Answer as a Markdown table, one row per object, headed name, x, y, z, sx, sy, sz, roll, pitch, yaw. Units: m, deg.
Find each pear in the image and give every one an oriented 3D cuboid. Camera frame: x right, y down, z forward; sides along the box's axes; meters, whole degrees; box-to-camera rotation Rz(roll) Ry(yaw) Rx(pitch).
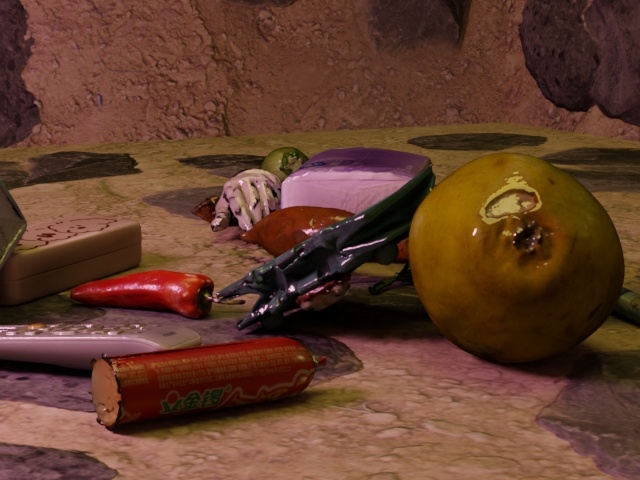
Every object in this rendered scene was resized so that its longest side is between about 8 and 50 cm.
| name | x | y | z | sx | sy | sz | roll | pitch | yaw |
| --- | --- | --- | --- | --- | --- | --- | --- | --- | --- |
| pear | 0.236 | 0.025 | 1.527 | 0.269 | 0.269 | 0.321 | 0 | -4 | -4 |

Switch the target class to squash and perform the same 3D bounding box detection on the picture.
| name | x | y | z | sx | sy | sz | roll | pitch | yaw |
| --- | --- | --- | --- | --- | --- | --- | --- | --- | --- |
| squash | -0.079 | -0.126 | 2.547 | 0.107 | 0.107 | 0.395 | -1 | -3 | -9 |

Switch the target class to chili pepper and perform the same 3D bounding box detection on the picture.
| name | x | y | z | sx | sy | sz | roll | pitch | yaw |
| --- | --- | --- | --- | --- | --- | --- | --- | --- | --- |
| chili pepper | -0.227 | 0.072 | 1.748 | 0.272 | 0.063 | 0.071 | 2 | -2 | 24 |

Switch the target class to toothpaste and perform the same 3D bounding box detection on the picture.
| name | x | y | z | sx | sy | sz | roll | pitch | yaw |
| --- | --- | --- | --- | --- | --- | --- | --- | --- | --- |
| toothpaste | 0.441 | 0.096 | 1.707 | 0.062 | 0.037 | 0.216 | -4 | 17 | -24 |

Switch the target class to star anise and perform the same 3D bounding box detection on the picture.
| name | x | y | z | sx | sy | sz | roll | pitch | yaw |
| --- | --- | --- | --- | --- | --- | --- | --- | --- | --- |
| star anise | -0.169 | -0.060 | 2.439 | 0.167 | 0.057 | 0.168 | -7 | 17 | 2 |

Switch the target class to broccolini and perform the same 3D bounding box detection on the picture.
| name | x | y | z | sx | sy | sz | roll | pitch | yaw |
| --- | --- | --- | --- | --- | --- | --- | --- | --- | --- |
| broccolini | 0.118 | 0.062 | 1.915 | 0.035 | 0.030 | 0.140 | 43 | 32 | 15 |

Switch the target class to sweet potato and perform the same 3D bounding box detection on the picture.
| name | x | y | z | sx | sy | sz | roll | pitch | yaw |
| --- | --- | --- | --- | --- | --- | --- | --- | --- | --- |
| sweet potato | -0.005 | -0.002 | 1.997 | 0.359 | 0.112 | 0.112 | 3 | 10 | 42 |

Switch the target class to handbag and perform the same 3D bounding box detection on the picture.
| name | x | y | z | sx | sy | sz | roll | pitch | yaw |
| --- | --- | --- | --- | --- | --- | --- | --- | --- | --- |
| handbag | 0.032 | 0.023 | 1.684 | 0.268 | 0.100 | 0.274 | -30 | 1 | 28 |

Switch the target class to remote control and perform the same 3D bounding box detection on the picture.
| name | x | y | z | sx | sy | sz | roll | pitch | yaw |
| --- | --- | --- | --- | --- | --- | --- | --- | --- | --- |
| remote control | -0.300 | 0.129 | 1.482 | 0.313 | 0.055 | 0.109 | -1 | 4 | 17 |

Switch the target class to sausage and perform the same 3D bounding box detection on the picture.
| name | x | y | z | sx | sy | sz | roll | pitch | yaw |
| --- | --- | --- | --- | --- | --- | --- | --- | --- | --- |
| sausage | -0.109 | 0.143 | 1.333 | 0.264 | 0.083 | 0.083 | -5 | 12 | -29 |

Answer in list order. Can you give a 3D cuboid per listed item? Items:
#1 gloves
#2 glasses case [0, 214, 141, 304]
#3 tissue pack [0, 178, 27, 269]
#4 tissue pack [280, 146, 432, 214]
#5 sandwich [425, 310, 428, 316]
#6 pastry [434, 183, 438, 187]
| name | x | y | z | sx | sy | sz | roll | pitch | yaw |
| --- | --- | --- | --- | --- | --- | --- | --- | --- | --- |
| gloves | -0.130 | -0.069 | 2.281 | 0.127 | 0.111 | 0.212 | 10 | 14 | -9 |
| glasses case | -0.421 | 0.025 | 1.932 | 0.144 | 0.076 | 0.336 | 5 | 12 | 25 |
| tissue pack | -0.573 | -0.003 | 1.720 | 0.263 | 0.146 | 0.198 | 6 | 50 | 22 |
| tissue pack | 0.073 | -0.074 | 2.237 | 0.242 | 0.160 | 0.338 | 2 | 12 | 8 |
| sandwich | 0.264 | 0.012 | 1.775 | 0.244 | 0.063 | 0.212 | 0 | 46 | 0 |
| pastry | 0.260 | -0.009 | 1.978 | 0.235 | 0.121 | 0.257 | 12 | 8 | -19 |
